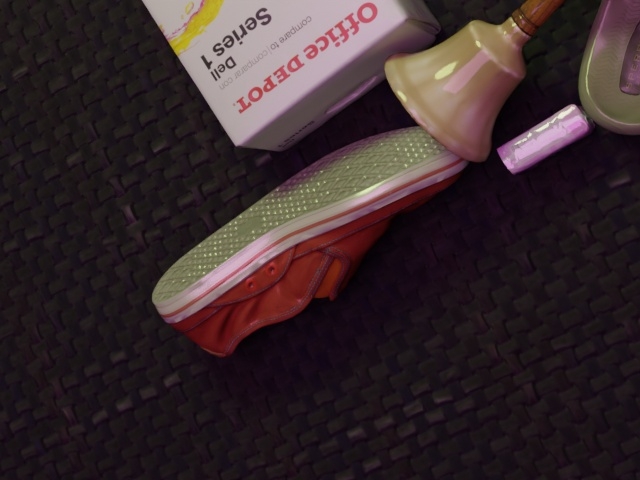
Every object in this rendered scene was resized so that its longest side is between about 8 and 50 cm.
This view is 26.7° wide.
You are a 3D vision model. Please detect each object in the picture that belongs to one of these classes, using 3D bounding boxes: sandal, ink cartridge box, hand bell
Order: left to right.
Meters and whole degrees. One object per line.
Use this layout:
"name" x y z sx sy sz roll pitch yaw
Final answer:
"ink cartridge box" -0.053 -0.249 1.245 0.201 0.117 0.278 -35 81 18
"hand bell" 0.180 -0.192 1.140 0.242 0.126 0.126 -44 78 25
"sandal" 0.292 -0.238 1.133 0.120 0.086 0.303 11 89 18

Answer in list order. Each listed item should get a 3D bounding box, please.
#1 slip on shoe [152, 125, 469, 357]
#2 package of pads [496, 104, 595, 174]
"slip on shoe" 0.000 0.000 1.253 0.331 0.123 0.101 -33 114 13
"package of pads" 0.201 -0.090 1.196 0.083 0.050 0.032 -31 82 18
